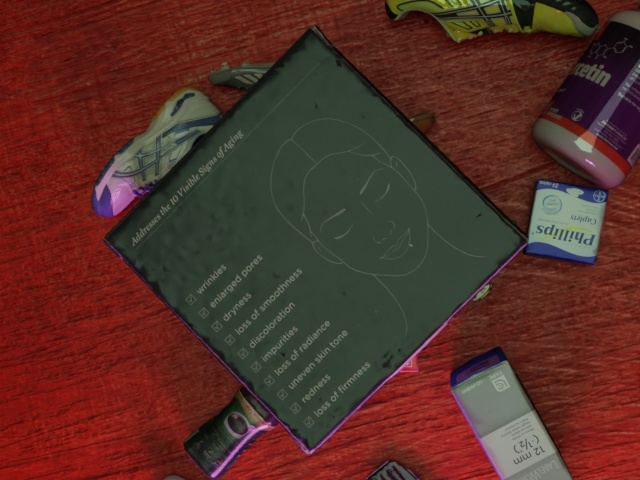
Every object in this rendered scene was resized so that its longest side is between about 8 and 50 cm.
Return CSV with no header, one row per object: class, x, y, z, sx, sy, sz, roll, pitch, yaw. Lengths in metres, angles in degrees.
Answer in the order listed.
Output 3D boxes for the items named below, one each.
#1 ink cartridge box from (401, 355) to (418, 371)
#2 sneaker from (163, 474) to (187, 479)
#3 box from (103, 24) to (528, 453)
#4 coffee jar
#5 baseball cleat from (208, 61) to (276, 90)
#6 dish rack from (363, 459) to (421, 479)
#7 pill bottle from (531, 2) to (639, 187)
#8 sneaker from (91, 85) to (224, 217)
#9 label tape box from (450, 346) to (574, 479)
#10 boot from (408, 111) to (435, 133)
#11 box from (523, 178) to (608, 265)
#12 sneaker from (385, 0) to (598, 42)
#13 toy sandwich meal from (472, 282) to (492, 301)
ink cartridge box,0.029,0.112,1.925,0.297,0.066,0.261,-2,88,7
sneaker,-0.222,0.496,1.940,0.178,0.077,0.072,23,93,6
box,0.000,0.000,1.749,0.480,0.297,0.472,-45,86,4
coffee jar,-0.153,0.340,1.934,0.184,0.079,0.096,-42,82,5
baseball cleat,-0.102,-0.278,1.944,0.206,0.072,0.109,-6,95,10
dish rack,0.094,0.539,1.906,0.271,0.074,0.208,-40,86,4
pill bottle,0.519,-0.262,1.819,0.182,0.181,0.323,35,92,6
sneaker,-0.290,-0.139,1.942,0.131,0.112,0.296,43,94,5
label tape box,0.346,0.362,1.792,0.115,0.249,0.347,-31,86,5
boot,0.152,-0.129,1.917,0.197,0.073,0.152,-32,88,12
box,0.432,-0.031,1.879,0.126,0.072,0.137,10,91,7
sneaker,0.298,-0.418,1.887,0.385,0.145,0.147,19,112,9
toy sandwich meal,0.265,0.073,1.917,0.086,0.029,0.085,0,89,6
